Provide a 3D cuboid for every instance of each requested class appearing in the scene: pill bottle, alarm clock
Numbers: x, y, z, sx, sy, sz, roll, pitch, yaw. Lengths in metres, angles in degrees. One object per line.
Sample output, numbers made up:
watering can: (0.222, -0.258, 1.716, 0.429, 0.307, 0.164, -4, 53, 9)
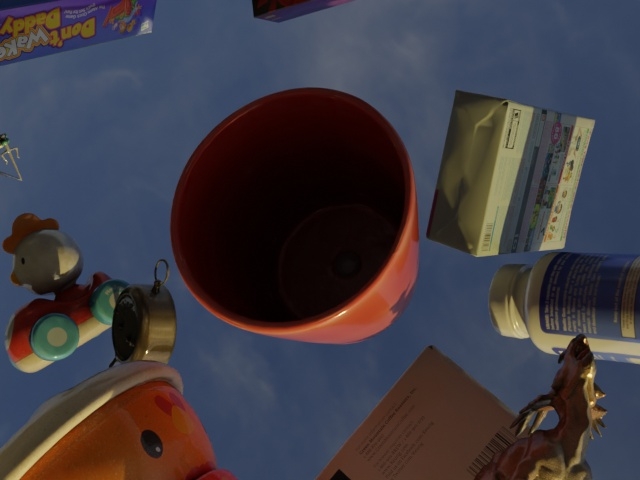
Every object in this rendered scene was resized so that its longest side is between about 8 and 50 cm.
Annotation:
pill bottle: (0.385, 0.092, 1.192, 0.272, 0.152, 0.152, 2, -108, 41)
alarm clock: (-0.258, 0.111, 1.231, 0.129, 0.064, 0.192, 46, -60, 48)

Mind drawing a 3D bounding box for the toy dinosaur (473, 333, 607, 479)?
toy dinosaur: (0.230, 0.263, 0.940, 0.296, 0.127, 0.200, -40, -158, 16)

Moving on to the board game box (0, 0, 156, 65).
board game box: (-0.418, -0.325, 1.070, 0.233, 0.347, 0.078, 40, -47, 22)

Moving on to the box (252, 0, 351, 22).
box: (0.031, -0.406, 1.047, 0.293, 0.057, 0.200, -6, -89, 36)

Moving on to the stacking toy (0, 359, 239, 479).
stacking toy: (-0.120, 0.384, 0.845, 0.480, 0.350, 0.350, 36, -92, 14)

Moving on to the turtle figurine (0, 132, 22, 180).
turtle figurine: (-0.645, -0.160, 1.545, 0.118, 0.234, 0.175, -29, -142, 0)

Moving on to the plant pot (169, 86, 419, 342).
plant pot: (0.000, 0.000, 0.972, 0.275, 0.243, 0.274, -6, -111, 16)

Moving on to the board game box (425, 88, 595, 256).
board game box: (0.299, -0.099, 1.292, 0.098, 0.303, 0.223, 19, -77, 38)

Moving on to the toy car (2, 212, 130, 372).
toy car: (-0.453, 0.073, 1.379, 0.210, 0.219, 0.238, -32, -87, -32)

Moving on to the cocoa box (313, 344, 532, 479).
cocoa box: (0.139, 0.362, 1.171, 0.231, 0.228, 0.347, 39, -96, 22)
